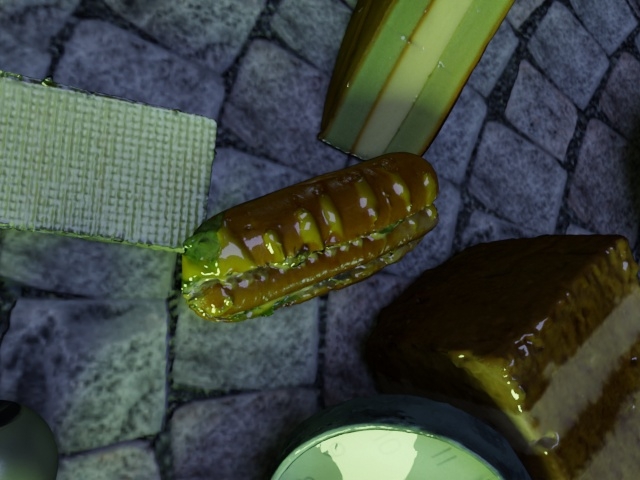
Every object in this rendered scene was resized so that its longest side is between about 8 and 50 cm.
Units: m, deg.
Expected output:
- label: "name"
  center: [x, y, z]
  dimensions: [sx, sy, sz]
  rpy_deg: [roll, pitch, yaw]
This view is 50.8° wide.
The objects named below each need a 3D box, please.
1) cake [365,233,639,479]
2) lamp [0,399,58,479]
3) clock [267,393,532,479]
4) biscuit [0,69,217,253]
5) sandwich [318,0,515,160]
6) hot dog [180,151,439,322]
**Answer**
- label: "cake"
  center: [0.206, 0.156, 0.629]
  dimensions: [0.196, 0.199, 0.293]
  rpy_deg: [-38, 106, -31]
- label: "lamp"
  center: [-0.224, 0.195, 0.461]
  dimensions: [0.091, 0.091, 0.163]
  rpy_deg: [-7, 101, -28]
- label: "clock"
  center: [0.061, 0.231, 0.538]
  dimensions: [0.226, 0.226, 0.049]
  rpy_deg: [59, 20, -9]
- label: "biscuit"
  center: [-0.185, -0.059, 0.532]
  dimensions: [0.199, 0.040, 0.121]
  rpy_deg: [9, 83, -26]
- label: "sandwich"
  center: [0.094, -0.174, 0.635]
  dimensions: [0.117, 0.144, 0.187]
  rpy_deg: [21, 74, -21]
- label: "hot dog"
  center: [0.000, 0.000, 0.593]
  dimensions: [0.269, 0.115, 0.072]
  rpy_deg: [-24, 51, -27]
